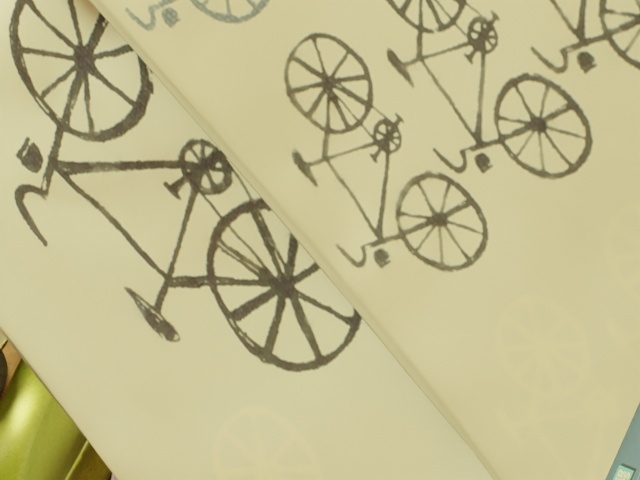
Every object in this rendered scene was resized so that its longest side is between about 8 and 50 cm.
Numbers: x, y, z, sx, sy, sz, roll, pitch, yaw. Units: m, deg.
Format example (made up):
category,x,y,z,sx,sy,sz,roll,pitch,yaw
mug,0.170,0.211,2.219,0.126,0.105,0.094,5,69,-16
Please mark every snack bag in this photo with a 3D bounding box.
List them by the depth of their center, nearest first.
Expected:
category,x,y,z,sx,sy,sz,roll,pitch,yaw
snack bag,0.000,0.000,0.552,0.342,0.323,0.037,-44,-8,39

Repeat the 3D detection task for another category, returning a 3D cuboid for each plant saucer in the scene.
category,x,y,z,sx,sy,sz,roll,pitch,yaw
plant saucer,-0.167,0.112,1.133,0.241,0.037,0.241,-48,25,31

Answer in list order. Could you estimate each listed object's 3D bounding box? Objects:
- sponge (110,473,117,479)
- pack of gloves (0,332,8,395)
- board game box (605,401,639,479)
category,x,y,z,sx,sy,sz,roll,pitch,yaw
sponge,-0.059,0.118,0.886,0.210,0.031,0.117,-27,41,57
pack of gloves,-0.233,0.070,1.340,0.195,0.046,0.232,-55,13,-22
board game box,0.159,0.005,0.378,0.201,0.136,0.035,-64,21,-5
